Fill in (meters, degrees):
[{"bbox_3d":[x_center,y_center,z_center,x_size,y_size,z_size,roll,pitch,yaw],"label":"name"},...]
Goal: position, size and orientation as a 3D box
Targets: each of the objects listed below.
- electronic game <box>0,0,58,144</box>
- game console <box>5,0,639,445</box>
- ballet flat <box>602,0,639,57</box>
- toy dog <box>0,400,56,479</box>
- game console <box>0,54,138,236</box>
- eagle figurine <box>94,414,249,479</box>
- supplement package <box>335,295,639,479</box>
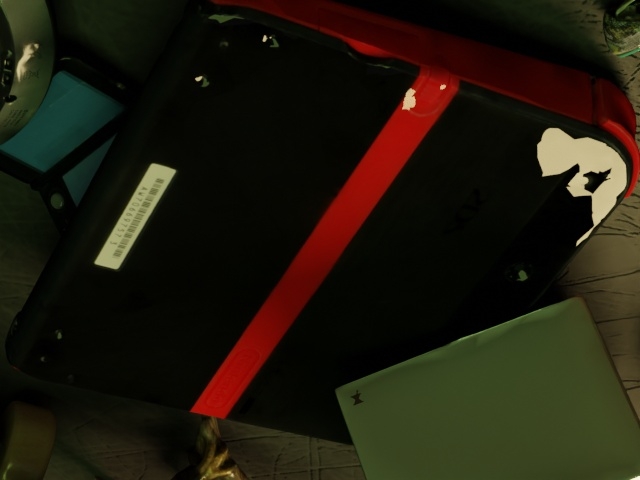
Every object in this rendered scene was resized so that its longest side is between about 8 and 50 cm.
[{"bbox_3d":[-0.282,-0.146,1.098,0.229,0.048,0.229,6,128,7],"label":"electronic game"},{"bbox_3d":[0.000,0.000,1.175,0.342,0.060,0.386,15,133,-22],"label":"game console"},{"bbox_3d":[0.229,-0.151,1.061,0.114,0.041,0.041,-20,129,21],"label":"ballet flat"},{"bbox_3d":[-0.338,0.241,1.394,0.220,0.161,0.333,9,134,-3],"label":"toy dog"},{"bbox_3d":[-0.168,-0.053,1.159,0.122,0.107,0.071,-34,167,32],"label":"game console"},{"bbox_3d":[-0.147,0.275,1.309,0.226,0.298,0.225,28,143,22],"label":"eagle figurine"},{"bbox_3d":[0.142,0.178,1.245,0.194,0.149,0.203,-21,146,3],"label":"supplement package"}]
